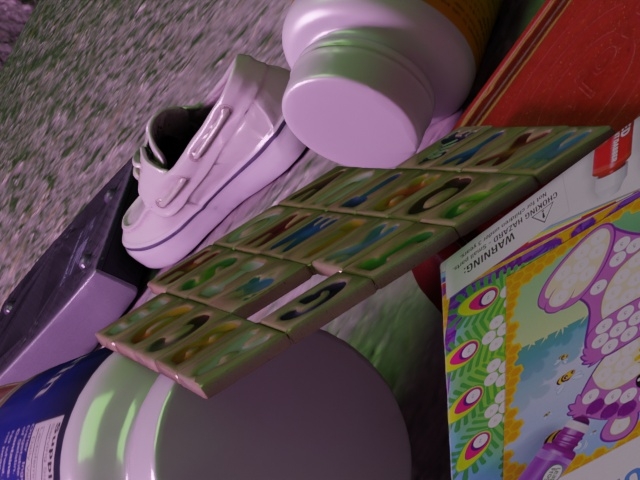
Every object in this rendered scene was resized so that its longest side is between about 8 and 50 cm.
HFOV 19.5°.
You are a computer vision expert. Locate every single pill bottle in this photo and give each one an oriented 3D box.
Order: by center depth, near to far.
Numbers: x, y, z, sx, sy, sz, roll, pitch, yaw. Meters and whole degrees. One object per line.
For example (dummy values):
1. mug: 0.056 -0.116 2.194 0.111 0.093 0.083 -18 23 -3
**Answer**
1. pill bottle: -0.072 0.120 0.919 0.265 0.153 0.153 -22 39 61
2. pill bottle: 0.050 -0.150 1.109 0.117 0.117 0.215 -34 29 53

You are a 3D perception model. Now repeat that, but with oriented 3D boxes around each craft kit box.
1. craft kit box: 0.148 0.021 0.580 0.250 0.061 0.246 -38 27 22

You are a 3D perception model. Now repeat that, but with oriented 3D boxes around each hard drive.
1. hard drive: -0.220 0.051 1.612 0.255 0.054 0.172 -43 22 39

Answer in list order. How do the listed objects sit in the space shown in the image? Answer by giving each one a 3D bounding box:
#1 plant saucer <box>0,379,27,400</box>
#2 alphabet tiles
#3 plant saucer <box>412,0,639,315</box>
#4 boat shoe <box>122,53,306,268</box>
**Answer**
1. plant saucer: -0.240 0.168 1.361 0.199 0.036 0.198 -15 23 6
2. alphabet tiles: 0.000 0.000 0.831 0.198 0.009 0.237 -32 13 -14
3. plant saucer: 0.131 -0.061 0.836 0.258 0.048 0.259 -54 16 6
4. boat shoe: -0.098 -0.061 1.410 0.267 0.088 0.096 -32 31 55
